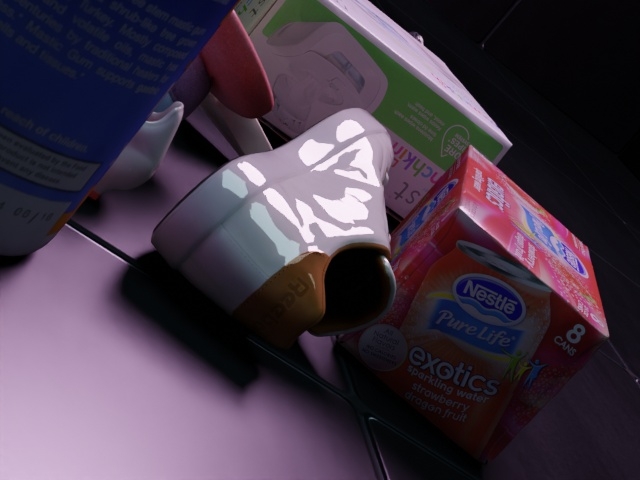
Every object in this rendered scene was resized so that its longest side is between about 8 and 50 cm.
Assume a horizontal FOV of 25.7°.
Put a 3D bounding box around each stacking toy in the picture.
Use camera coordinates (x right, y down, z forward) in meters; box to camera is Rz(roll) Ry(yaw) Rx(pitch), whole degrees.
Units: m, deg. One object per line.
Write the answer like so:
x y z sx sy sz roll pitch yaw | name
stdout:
-0.169 -0.156 0.979 0.309 0.130 0.279 50 -9 23 | stacking toy

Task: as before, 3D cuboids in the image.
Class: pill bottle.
-0.109 -0.139 0.641 0.152 0.272 0.152 38 15 -12 | pill bottle

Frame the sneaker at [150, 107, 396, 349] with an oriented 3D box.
0.000 0.000 0.881 0.123 0.106 0.290 47 25 3 | sneaker

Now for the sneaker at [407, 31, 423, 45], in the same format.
0.103 -0.155 1.635 0.110 0.107 0.275 55 10 -32 | sneaker

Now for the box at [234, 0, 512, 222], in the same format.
0.017 -0.154 1.310 0.262 0.127 0.231 35 13 -23 | box

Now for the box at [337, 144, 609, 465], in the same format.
0.109 0.034 0.983 0.128 0.122 0.257 41 14 -2 | box

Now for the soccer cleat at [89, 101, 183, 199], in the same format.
-0.167 -0.104 0.787 0.196 0.076 0.068 37 15 -11 | soccer cleat
